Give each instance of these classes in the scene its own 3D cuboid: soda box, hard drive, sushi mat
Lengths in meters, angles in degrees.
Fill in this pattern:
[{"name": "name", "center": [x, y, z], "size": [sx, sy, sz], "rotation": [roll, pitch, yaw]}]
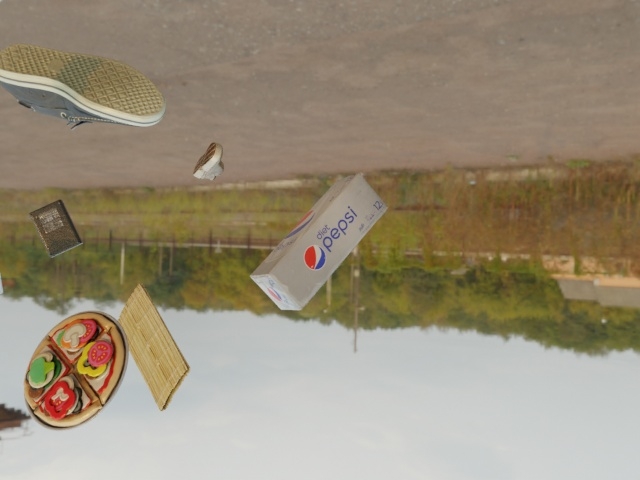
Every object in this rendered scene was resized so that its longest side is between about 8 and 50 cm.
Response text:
[{"name": "soda box", "center": [0.000, 0.000, 1.238], "size": [0.098, 0.286, 0.091], "rotation": [48, 156, -17]}, {"name": "hard drive", "center": [-0.729, -0.033, 1.763], "size": [0.094, 0.135, 0.022], "rotation": [-26, -178, -6]}, {"name": "sushi mat", "center": [-0.435, 0.267, 1.643], "size": [0.019, 0.151, 0.316], "rotation": [10, -149, -48]}]

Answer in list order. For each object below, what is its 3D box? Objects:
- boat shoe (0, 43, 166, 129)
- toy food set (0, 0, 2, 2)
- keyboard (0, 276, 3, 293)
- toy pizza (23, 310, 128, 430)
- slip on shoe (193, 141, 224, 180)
[{"name": "boat shoe", "center": [-0.640, -0.395, 1.732], "size": [0.500, 0.187, 0.156], "rotation": [16, 144, 11]}, {"name": "toy food set", "center": [-1.088, -0.795, 1.918], "size": [0.220, 0.306, 0.092], "rotation": [-30, 175, 19]}, {"name": "keyboard", "center": [-0.800, 0.092, 1.320], "size": [0.256, 0.072, 0.014], "rotation": [-1, -139, -21]}, {"name": "toy pizza", "center": [-0.403, 0.205, 1.039], "size": [0.201, 0.201, 0.032], "rotation": [2, 154, 23]}, {"name": "slip on shoe", "center": [-0.185, -0.132, 1.108], "size": [0.041, 0.051, 0.135], "rotation": [24, 160, -19]}]
